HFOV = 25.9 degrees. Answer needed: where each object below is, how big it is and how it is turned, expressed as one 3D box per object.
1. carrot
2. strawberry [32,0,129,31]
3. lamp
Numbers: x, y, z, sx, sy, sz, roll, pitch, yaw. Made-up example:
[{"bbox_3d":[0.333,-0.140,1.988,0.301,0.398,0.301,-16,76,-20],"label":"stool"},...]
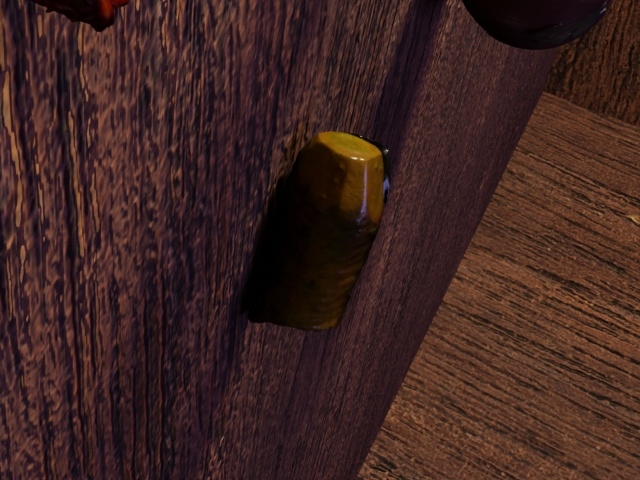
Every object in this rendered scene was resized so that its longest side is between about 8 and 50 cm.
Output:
[{"bbox_3d":[0.000,0.000,1.077,0.082,0.082,0.173,-47,156,-64],"label":"carrot"},{"bbox_3d":[-0.068,-0.144,0.413,0.187,0.082,0.146,-57,172,-73],"label":"strawberry"},{"bbox_3d":[0.202,-0.274,1.338,0.258,0.180,0.180,18,94,-82],"label":"lamp"}]
